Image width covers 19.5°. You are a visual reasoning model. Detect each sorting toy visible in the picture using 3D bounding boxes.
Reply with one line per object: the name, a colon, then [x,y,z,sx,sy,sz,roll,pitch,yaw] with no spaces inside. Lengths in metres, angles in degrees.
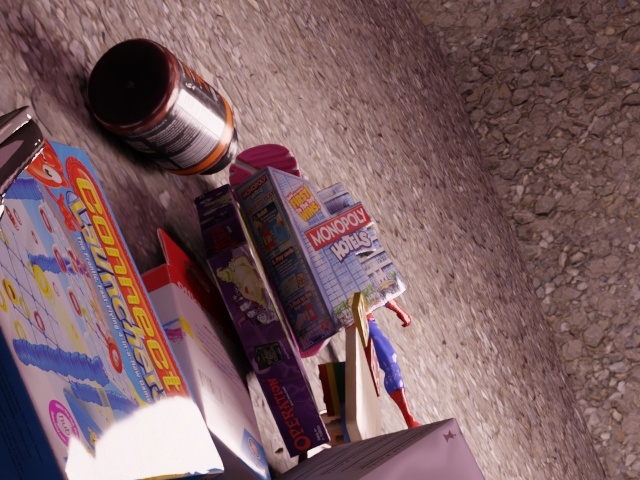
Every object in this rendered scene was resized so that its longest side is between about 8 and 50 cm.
sorting toy: [0.028,0.174,1.880,0.275,0.046,0.132,-89,167,-47]

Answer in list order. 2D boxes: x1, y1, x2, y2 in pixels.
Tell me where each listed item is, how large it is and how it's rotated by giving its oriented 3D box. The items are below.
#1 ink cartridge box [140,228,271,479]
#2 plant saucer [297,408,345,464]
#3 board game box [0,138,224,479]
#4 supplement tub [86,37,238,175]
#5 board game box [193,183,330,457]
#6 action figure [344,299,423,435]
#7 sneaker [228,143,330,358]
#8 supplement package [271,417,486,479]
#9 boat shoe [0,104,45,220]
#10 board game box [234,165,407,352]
ink cartridge box: [-0.125,0.118,1.672,0.134,0.078,0.231,51,17,-48]
plant saucer: [0.034,0.272,1.935,0.198,0.036,0.199,44,28,-31]
board game box: [-0.219,0.063,1.417,0.308,0.086,0.302,65,14,11]
supplement tub: [-0.160,-0.133,1.979,0.198,0.106,0.106,38,28,-62]
board game box: [-0.063,0.069,1.857,0.208,0.056,0.347,63,0,-12]
action figure: [0.073,0.136,2.360,0.139,0.091,0.280,20,45,-61]
sneaker: [-0.035,0.019,2.151,0.111,0.103,0.252,70,8,-72]
supplement package: [0.040,0.257,1.636,0.139,0.134,0.244,62,-29,-1]
boat shoe: [-0.256,-0.002,1.227,0.069,0.081,0.228,52,57,-15]
board game box: [0.000,0.000,2.037,0.194,0.060,0.194,-28,87,-54]
